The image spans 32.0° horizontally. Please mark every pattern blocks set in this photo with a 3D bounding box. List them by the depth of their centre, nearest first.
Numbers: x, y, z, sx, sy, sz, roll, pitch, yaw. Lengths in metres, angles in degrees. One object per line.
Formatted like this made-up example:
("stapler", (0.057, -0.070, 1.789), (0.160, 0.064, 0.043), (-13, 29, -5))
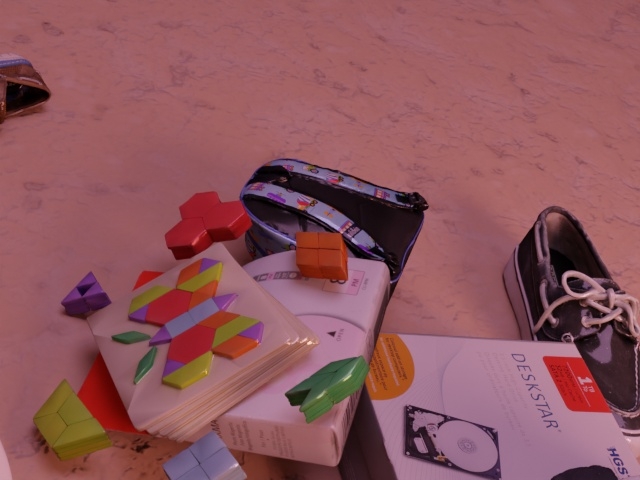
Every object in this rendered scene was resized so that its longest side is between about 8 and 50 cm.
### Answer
("pattern blocks set", (-0.102, 0.073, 0.897), (0.285, 0.026, 0.324), (-39, 38, -21))

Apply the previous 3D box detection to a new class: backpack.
("backpack", (0.000, 0.000, 1.097), (0.173, 0.117, 0.158), (24, 35, 4))

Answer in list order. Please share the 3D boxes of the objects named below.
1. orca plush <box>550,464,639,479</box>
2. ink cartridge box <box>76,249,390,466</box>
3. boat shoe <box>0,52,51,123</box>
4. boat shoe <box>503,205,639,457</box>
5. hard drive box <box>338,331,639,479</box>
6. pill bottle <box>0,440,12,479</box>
("orca plush", (0.200, 0.276, 0.832), (0.287, 0.102, 0.151), (-38, 51, -24))
("ink cartridge box", (-0.074, 0.082, 0.918), (0.232, 0.066, 0.189), (10, 43, 11))
("boat shoe", (-0.357, -0.151, 1.167), (0.066, 0.066, 0.183), (35, 37, 17))
("boat shoe", (0.271, 0.080, 1.135), (0.113, 0.105, 0.306), (12, 36, -11))
("hard drive box", (0.135, 0.173, 0.957), (0.232, 0.089, 0.181), (5, 38, -21))
("pill bottle", (-0.317, 0.173, 0.620), (0.152, 0.152, 0.272), (35, 21, 20))
